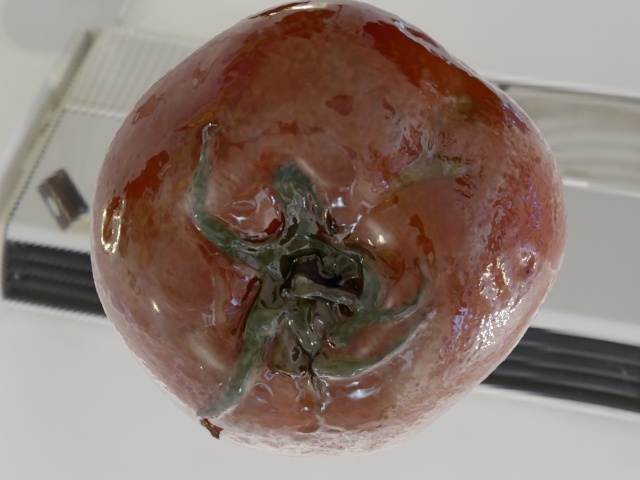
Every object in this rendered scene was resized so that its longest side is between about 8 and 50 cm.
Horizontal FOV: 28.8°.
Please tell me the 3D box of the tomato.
[{"bbox_3d":[0.000,0.000,0.597,0.237,0.236,0.095,1,-171,8],"label":"tomato"}]
